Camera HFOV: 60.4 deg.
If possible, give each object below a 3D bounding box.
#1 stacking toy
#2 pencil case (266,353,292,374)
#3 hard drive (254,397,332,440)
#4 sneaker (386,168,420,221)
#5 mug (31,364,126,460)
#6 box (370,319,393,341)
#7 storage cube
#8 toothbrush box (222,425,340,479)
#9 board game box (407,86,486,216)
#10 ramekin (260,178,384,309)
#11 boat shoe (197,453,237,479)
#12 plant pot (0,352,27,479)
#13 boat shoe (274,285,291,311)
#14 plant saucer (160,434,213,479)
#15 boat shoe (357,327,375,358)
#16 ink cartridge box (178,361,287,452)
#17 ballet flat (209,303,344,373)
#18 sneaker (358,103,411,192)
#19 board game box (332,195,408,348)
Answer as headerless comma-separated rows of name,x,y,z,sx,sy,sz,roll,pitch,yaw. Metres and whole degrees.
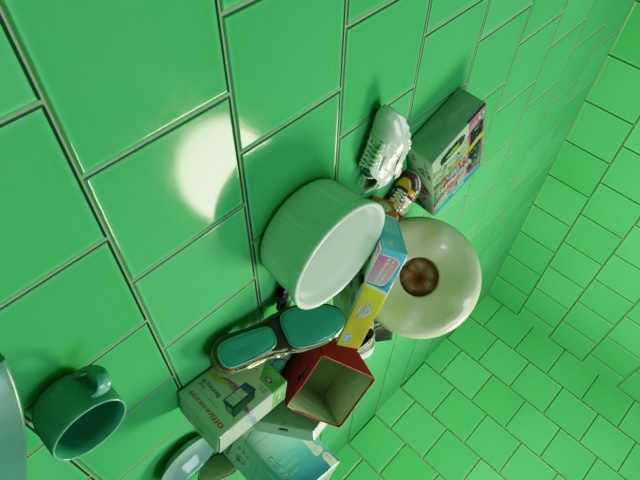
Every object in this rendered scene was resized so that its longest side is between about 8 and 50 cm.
stacking toy,0.291,0.118,1.763,0.350,0.351,0.480,-51,175,-2
pencil case,-0.130,0.345,1.527,0.151,0.065,0.070,-59,-178,19
hard drive,-0.035,0.499,1.699,0.307,0.203,0.040,-33,118,-56
sneaker,0.211,-0.106,1.488,0.084,0.070,0.185,-37,152,-41
mug,-0.400,0.274,0.922,0.157,0.097,0.129,-48,155,-10
box,0.153,0.295,1.853,0.184,0.045,0.190,-5,148,0
storage cube,0.005,0.379,1.567,0.215,0.193,0.183,29,100,-26
toothbrush box,-0.126,0.655,1.685,0.216,0.296,0.126,-17,140,-53
board game box,0.347,-0.233,1.518,0.224,0.097,0.303,-47,156,-9
ramekin,0.000,0.000,1.191,0.277,0.135,0.277,-39,154,-24
boat shoe,-0.294,0.709,1.724,0.233,0.084,0.079,-15,137,-57
plant pot,-0.468,0.226,0.669,0.166,0.166,0.234,-15,130,-53
boat shoe,-0.089,0.126,1.329,0.040,0.049,0.142,5,136,-20
plant saucer,-0.364,0.590,1.495,0.195,0.037,0.195,-40,153,-25
boat shoe,0.045,0.359,1.748,0.301,0.108,0.102,-17,140,-21
ink cartridge box,-0.209,0.372,1.318,0.212,0.154,0.093,-34,150,-33
ballet flat,-0.108,0.236,1.319,0.343,0.116,0.124,-19,170,-28
sneaker,0.134,-0.196,1.221,0.095,0.090,0.235,-32,149,-18
board game box,0.114,0.081,1.411,0.242,0.064,0.316,-93,-159,-55
